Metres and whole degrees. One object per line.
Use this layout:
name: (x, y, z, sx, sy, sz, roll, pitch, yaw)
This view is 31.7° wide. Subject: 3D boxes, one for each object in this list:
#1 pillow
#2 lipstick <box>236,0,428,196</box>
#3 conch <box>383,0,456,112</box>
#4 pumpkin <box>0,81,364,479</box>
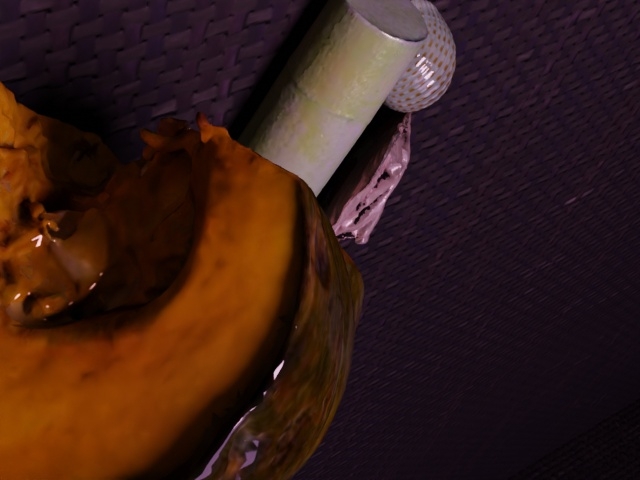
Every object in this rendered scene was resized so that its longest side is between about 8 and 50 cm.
pillow: (0.000, 0.000, 0.925, 0.248, 0.049, 0.135, -49, -172, 23)
lipstick: (-0.032, -0.051, 0.817, 0.076, 0.076, 0.304, -9, 145, -47)
conch: (0.073, -0.134, 0.838, 0.076, 0.056, 0.085, -44, 160, -15)
pumpkin: (-0.134, 0.048, 0.626, 0.256, 0.303, 0.225, -65, 163, -3)
